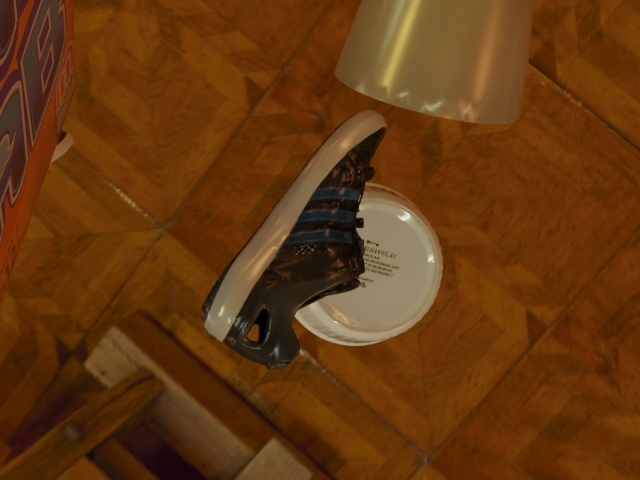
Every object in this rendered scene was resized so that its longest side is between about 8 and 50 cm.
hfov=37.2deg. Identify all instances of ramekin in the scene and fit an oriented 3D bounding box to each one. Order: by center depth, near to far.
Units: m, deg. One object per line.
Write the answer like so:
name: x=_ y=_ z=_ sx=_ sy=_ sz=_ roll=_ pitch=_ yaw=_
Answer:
ramekin: x=0.070 y=0.040 z=1.518 sx=0.272 sy=0.127 sz=0.273 roll=0 pitch=92 yaw=-10

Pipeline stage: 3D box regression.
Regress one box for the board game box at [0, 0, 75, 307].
board game box: x=-0.346 y=-0.104 z=0.481 sx=0.356 sy=0.356 sz=0.356 roll=12 pitch=146 yaw=-6

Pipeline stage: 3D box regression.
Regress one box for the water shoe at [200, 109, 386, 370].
water shoe: x=0.000 y=0.000 z=0.668 sx=0.080 sy=0.073 sz=0.203 roll=37 pitch=71 yaw=-1

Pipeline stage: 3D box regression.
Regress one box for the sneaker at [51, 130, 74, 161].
sneaker: x=-0.525 y=-0.157 z=1.478 sx=0.104 sy=0.295 sz=0.147 roll=-8 pitch=108 yaw=47

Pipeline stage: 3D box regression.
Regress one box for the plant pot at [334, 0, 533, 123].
plant pot: x=0.170 y=-0.321 z=1.230 sx=0.256 sy=0.256 sz=0.274 roll=17 pitch=113 yaw=12
